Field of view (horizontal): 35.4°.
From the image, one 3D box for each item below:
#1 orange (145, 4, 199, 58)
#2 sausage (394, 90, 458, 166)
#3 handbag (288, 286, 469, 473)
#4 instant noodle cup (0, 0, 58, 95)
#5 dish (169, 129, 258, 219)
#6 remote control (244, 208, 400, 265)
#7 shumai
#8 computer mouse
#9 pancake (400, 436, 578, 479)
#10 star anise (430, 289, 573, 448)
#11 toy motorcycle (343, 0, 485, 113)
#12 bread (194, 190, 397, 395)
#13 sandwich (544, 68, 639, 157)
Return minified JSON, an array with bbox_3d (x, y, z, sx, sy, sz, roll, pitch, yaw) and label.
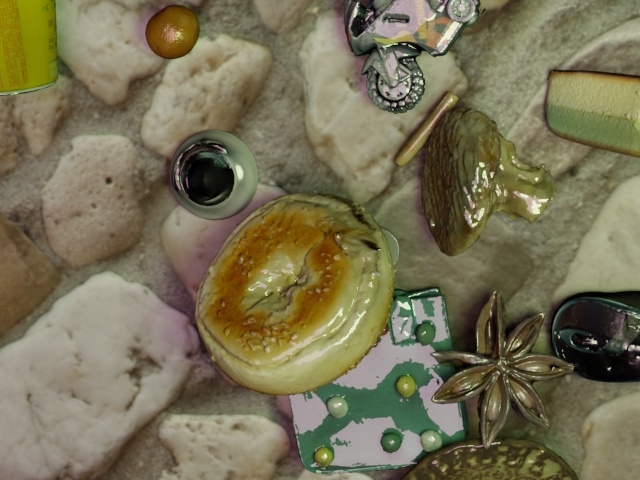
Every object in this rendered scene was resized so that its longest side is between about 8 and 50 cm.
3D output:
[{"bbox_3d":[-0.218,-0.308,1.481,0.085,0.085,0.084,2,102,9],"label":"orange"},{"bbox_3d":[0.155,-0.162,1.475,0.024,0.024,0.132,38,104,0],"label":"sausage"},{"bbox_3d":[0.077,0.221,1.526,0.269,0.100,0.274,-7,101,12],"label":"handbag"},{"bbox_3d":[-0.473,-0.339,1.464,0.216,0.215,0.236,-1,110,9],"label":"instant noodle cup"},{"bbox_3d":[-0.171,-0.094,1.513,0.141,0.078,0.141,2,101,9],"label":"dish"},{"bbox_3d":[0.000,0.000,1.534,0.245,0.022,0.077,10,105,8],"label":"remote control"},{"bbox_3d":[0.235,-0.081,1.429,0.153,0.161,0.209,2,82,-13],"label":"shumai"},{"bbox_3d":[0.453,0.143,1.451,0.233,0.096,0.137,0,102,8],"label":"computer mouse"},{"bbox_3d":[0.249,0.403,1.530,0.286,0.033,0.288,19,122,-15],"label":"pancake"},{"bbox_3d":[0.267,0.196,1.456,0.212,0.073,0.197,-43,85,-11],"label":"star anise"},{"bbox_3d":[0.133,-0.336,1.403,0.173,0.108,0.307,34,102,7],"label":"toy motorcycle"},{"bbox_3d":[-0.027,0.080,1.421,0.306,0.159,0.305,-14,55,21],"label":"bread"},{"bbox_3d":[0.416,-0.171,1.349,0.220,0.186,0.108,10,100,8],"label":"sandwich"}]
